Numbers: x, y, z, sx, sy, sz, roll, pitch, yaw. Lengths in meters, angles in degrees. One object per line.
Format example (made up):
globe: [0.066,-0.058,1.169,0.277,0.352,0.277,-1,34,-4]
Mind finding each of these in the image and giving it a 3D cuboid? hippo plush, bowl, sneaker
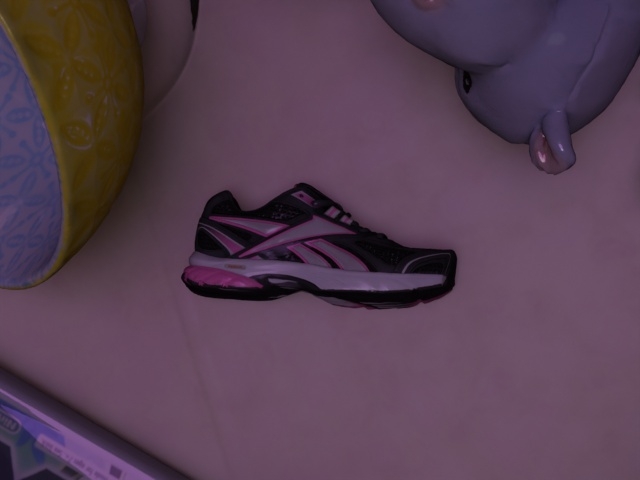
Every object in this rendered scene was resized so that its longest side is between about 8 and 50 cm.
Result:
hippo plush: [0.153,-0.183,0.634,0.294,0.234,0.236,32,116,-31]
bowl: [-0.203,-0.130,0.672,0.289,0.289,0.156,43,52,7]
sneaker: [0.000,0.000,0.699,0.178,0.072,0.077,4,79,3]

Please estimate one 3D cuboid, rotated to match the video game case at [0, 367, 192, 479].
video game case: [-0.200,0.270,0.733,0.329,0.036,0.300,29,93,5]
